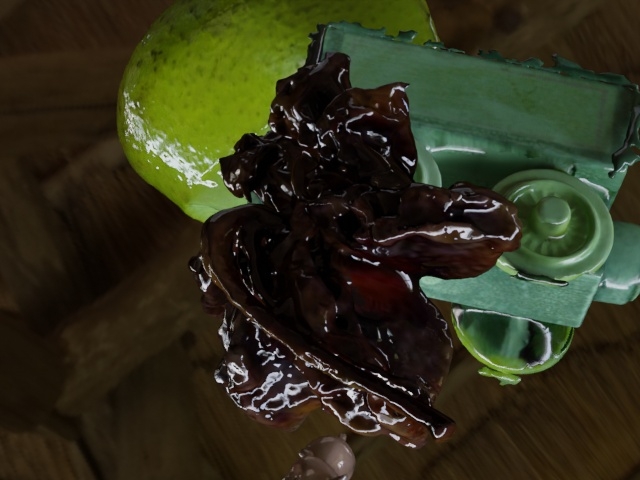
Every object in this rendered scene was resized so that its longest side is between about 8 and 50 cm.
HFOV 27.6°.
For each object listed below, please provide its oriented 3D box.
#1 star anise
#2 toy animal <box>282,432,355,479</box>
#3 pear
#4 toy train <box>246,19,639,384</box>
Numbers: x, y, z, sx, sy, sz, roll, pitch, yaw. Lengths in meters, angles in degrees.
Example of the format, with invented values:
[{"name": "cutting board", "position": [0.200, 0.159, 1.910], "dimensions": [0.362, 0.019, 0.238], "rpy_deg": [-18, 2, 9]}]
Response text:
[{"name": "star anise", "position": [0.000, 0.000, 0.673], "dimensions": [0.220, 0.125, 0.190], "rpy_deg": [-8, -117, 57]}, {"name": "toy animal", "position": [0.002, 0.280, 1.537], "dimensions": [0.089, 0.083, 0.150], "rpy_deg": [-6, -150, 15]}, {"name": "pear", "position": [-0.034, -0.145, 1.190], "dimensions": [0.318, 0.342, 0.239], "rpy_deg": [-23, -107, 6]}, {"name": "toy train", "position": [0.090, -0.030, 0.892], "dimensions": [0.271, 0.159, 0.188], "rpy_deg": [11, -124, 3]}]
